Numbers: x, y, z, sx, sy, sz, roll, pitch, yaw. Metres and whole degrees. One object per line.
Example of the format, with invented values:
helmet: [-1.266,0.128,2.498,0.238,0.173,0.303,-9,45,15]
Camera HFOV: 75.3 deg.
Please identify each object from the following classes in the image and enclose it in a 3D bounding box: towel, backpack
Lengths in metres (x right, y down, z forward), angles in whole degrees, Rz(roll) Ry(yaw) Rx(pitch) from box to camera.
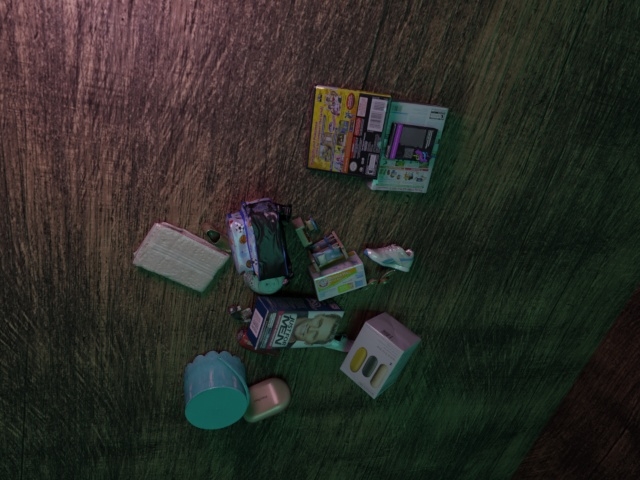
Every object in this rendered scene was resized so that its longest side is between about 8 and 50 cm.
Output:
towel: [-0.486,0.060,1.451,0.282,0.049,0.187,31,106,-30]
backpack: [-0.201,-0.014,1.371,0.213,0.263,0.276,-3,112,-8]

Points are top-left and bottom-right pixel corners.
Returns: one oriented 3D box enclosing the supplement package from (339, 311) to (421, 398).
supplement package: [0.257,0.487,1.779,0.198,0.199,0.262,-7,127,-56]

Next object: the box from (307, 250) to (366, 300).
box: [0.064,0.138,1.627,0.203,0.103,0.114,-18,122,-7]

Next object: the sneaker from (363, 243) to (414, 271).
sneaker: [0.275,0.057,1.667,0.229,0.087,0.092,14,102,-29]

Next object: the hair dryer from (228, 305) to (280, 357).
hair dryer: [-0.229,0.368,1.657,0.224,0.080,0.293,-9,124,6]

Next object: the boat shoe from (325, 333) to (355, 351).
boat shoe: [0.087,0.442,1.830,0.184,0.066,0.063,17,113,-14]

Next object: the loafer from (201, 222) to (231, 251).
loafer: [-0.356,-0.002,1.453,0.056,0.050,0.148,-45,121,10]

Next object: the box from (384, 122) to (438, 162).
box: [0.303,-0.324,1.382,0.162,0.029,0.116,3,117,-17]

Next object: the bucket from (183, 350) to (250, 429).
bucket: [-0.424,0.614,1.690,0.281,0.183,0.281,-8,121,-13]

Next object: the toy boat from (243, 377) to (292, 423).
toy boat: [-0.238,0.714,1.848,0.231,0.151,0.151,-22,152,-4]

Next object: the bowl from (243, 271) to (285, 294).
bowl: [-0.201,0.149,1.566,0.170,0.080,0.170,-7,120,-13]

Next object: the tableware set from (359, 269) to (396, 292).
tableware set: [0.237,0.171,1.708,0.169,0.020,0.141,-21,159,-12]

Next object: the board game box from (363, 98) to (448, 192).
board game box: [0.292,-0.326,1.449,0.224,0.097,0.303,2,116,-17]

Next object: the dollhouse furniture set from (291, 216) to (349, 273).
dollhouse furniture set: [0.000,0.000,1.517,0.129,0.129,0.183,-27,122,-2]

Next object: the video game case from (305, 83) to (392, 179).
video game case: [0.087,-0.350,1.355,0.249,0.035,0.274,9,117,4]

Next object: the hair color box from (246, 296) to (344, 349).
hair color box: [-0.093,0.318,1.609,0.347,0.105,0.173,6,111,-35]
